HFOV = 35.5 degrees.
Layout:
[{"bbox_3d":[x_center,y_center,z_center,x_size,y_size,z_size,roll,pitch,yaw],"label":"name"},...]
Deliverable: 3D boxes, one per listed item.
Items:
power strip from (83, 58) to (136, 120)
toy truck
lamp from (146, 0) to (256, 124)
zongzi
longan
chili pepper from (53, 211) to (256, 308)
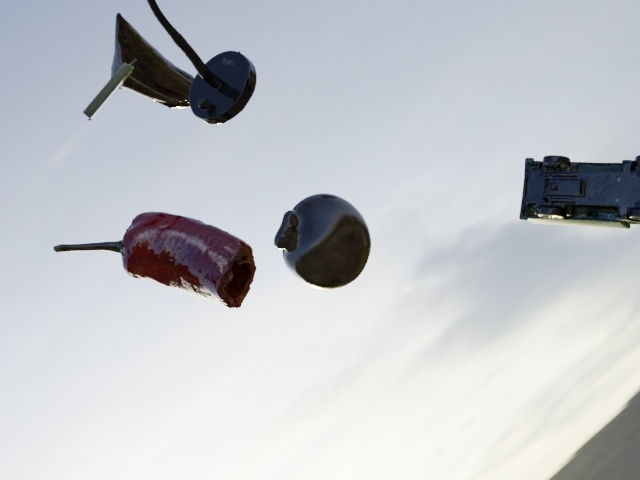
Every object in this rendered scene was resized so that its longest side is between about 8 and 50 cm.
[{"bbox_3d":[-0.367,-0.266,1.747,0.136,0.019,0.051,-51,8,-1],"label":"power strip"},{"bbox_3d":[0.269,-0.045,0.967,0.079,0.147,0.065,15,-100,-59],"label":"toy truck"},{"bbox_3d":[-0.194,-0.320,1.332,0.109,0.130,0.371,-55,-43,-25],"label":"lamp"},{"bbox_3d":[-0.310,-0.341,1.917,0.184,0.187,0.084,112,176,-55],"label":"zongzi"},{"bbox_3d":[0.000,0.000,1.102,0.119,0.106,0.106,16,-55,-35],"label":"longan"},{"bbox_3d":[-0.283,0.014,1.769,0.134,0.338,0.131,43,-116,-69],"label":"chili pepper"}]
